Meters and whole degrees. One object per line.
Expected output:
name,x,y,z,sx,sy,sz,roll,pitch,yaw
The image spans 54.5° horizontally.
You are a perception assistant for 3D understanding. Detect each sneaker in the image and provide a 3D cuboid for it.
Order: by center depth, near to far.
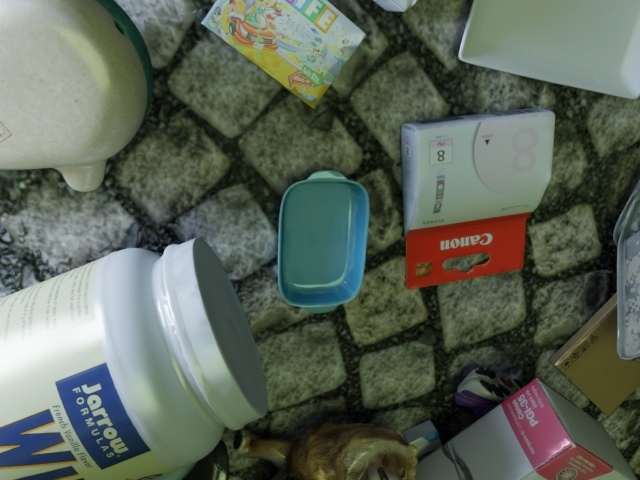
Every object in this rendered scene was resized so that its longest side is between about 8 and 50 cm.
sneaker,-0.218,0.347,0.809,0.132,0.086,0.229,20,111,-30
sneaker,0.274,0.247,0.945,0.169,0.068,0.071,28,122,-19

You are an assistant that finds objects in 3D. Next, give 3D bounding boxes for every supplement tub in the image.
supplement tub,-0.241,0.147,0.651,0.324,0.235,0.236,-22,114,1

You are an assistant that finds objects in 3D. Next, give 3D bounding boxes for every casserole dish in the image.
casserole dish,0.000,0.000,0.784,0.114,0.037,0.189,-2,111,-14

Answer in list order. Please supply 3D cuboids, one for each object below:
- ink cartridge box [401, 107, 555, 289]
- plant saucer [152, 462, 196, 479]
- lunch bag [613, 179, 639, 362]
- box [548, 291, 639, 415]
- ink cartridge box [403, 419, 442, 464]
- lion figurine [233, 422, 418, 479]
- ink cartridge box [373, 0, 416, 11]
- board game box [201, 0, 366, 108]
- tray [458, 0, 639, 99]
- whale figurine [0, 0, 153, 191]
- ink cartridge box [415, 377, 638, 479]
ink cartridge box,0.204,-0.047,0.813,0.188,0.066,0.233,-9,108,-12
plant saucer,-0.210,0.280,0.745,0.194,0.195,0.038,-25,92,-5
lunch bag,0.546,0.040,0.864,0.235,0.169,0.287,15,72,-23
box,0.480,0.166,0.981,0.164,0.021,0.201,41,95,-24
ink cartridge box,0.163,0.322,0.951,0.048,0.028,0.083,-24,115,-4
lion figurine,-0.050,0.395,0.881,0.240,0.142,0.392,21,118,-31
ink cartridge box,0.049,-0.344,0.649,0.175,0.072,0.128,30,99,-23
board game box,-0.040,-0.235,0.691,0.154,0.026,0.103,33,98,-23
tray,0.302,-0.270,0.768,0.270,0.030,0.145,7,109,-17
whale figurine,-0.289,-0.146,0.620,0.271,0.141,0.216,-27,116,23
ink cartridge box,0.275,0.355,0.898,0.207,0.117,0.283,35,113,-32
